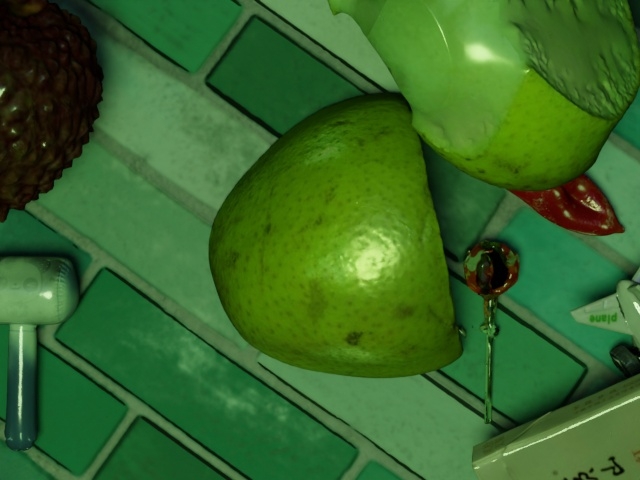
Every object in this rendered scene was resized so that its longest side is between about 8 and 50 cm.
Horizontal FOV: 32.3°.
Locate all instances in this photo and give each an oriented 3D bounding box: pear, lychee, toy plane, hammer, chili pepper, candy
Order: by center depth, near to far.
[{"bbox_3d":[0.166,-0.182,1.024,0.176,0.286,0.282,-27,93,43],"label":"pear"},{"bbox_3d":[-0.340,-0.125,1.029,0.271,0.271,0.271,0,87,1],"label":"lychee"},{"bbox_3d":[0.362,0.128,1.062,0.251,0.101,0.255,-39,91,-1],"label":"toy plane"},{"bbox_3d":[0.000,0.003,1.065,0.239,0.139,0.288,-12,86,9],"label":"pear"},{"bbox_3d":[-0.298,0.112,1.095,0.116,0.069,0.194,1,92,0],"label":"hammer"},{"bbox_3d":[0.223,-0.055,1.096,0.191,0.050,0.059,30,72,-5],"label":"chili pepper"},{"bbox_3d":[0.169,0.092,1.101,0.056,0.049,0.184,1,96,8],"label":"candy"}]

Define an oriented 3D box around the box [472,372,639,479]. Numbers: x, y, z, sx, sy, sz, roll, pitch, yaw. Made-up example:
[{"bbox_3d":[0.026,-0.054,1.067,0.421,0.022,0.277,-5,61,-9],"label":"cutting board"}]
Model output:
[{"bbox_3d":[0.344,0.209,0.999,0.365,0.051,0.204,-27,99,14],"label":"box"}]
